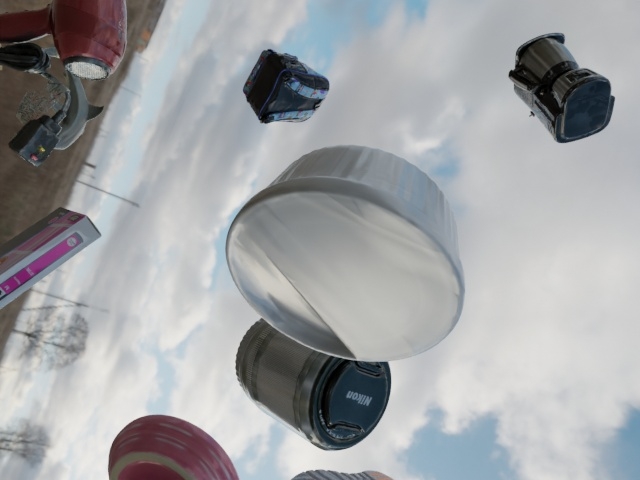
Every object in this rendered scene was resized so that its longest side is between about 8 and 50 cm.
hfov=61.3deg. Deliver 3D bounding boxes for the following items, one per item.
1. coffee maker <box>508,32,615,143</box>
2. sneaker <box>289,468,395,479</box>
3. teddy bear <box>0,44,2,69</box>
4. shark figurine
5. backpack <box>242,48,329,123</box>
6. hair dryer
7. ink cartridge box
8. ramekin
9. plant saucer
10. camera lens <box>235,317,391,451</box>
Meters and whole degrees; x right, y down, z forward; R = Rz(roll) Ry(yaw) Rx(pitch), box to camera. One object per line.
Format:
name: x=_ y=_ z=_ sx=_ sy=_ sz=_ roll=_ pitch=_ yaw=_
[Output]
coffee maker: x=0.440 y=-0.262 z=0.977 sx=0.120 sy=0.171 sz=0.178 roll=-33 pitch=-136 yaw=20
sneaker: x=0.043 y=0.580 z=1.106 sx=0.125 sy=0.321 sz=0.180 roll=13 pitch=-97 yaw=51
teddy bear: x=-0.698 y=-0.319 z=0.864 sx=0.113 sy=0.338 sz=0.245 roll=59 pitch=-46 yaw=29
shark figurine: x=-0.627 y=-0.374 z=1.410 sx=0.166 sy=0.116 sz=0.278 roll=-24 pitch=114 yaw=-79
backpack: x=-0.072 y=-0.359 z=1.281 sx=0.117 sy=0.173 sz=0.158 roll=56 pitch=-49 yaw=26
hair dryer: x=-0.333 y=-0.257 z=0.630 sx=0.293 sy=0.224 sz=0.080 roll=-51 pitch=172 yaw=-3
ink cartridge box: x=-0.641 y=0.067 z=1.094 sx=0.176 sy=0.069 sz=0.371 roll=12 pitch=-131 yaw=46
ramekin: x=0.036 y=0.011 z=0.637 sx=0.273 sy=0.273 sz=0.127 roll=-42 pitch=-163 yaw=43
plant saucer: x=-0.343 y=0.554 z=1.210 sx=0.332 sy=0.332 sz=0.084 roll=-56 pitch=176 yaw=23
camera lens: x=-0.016 y=0.265 z=1.062 sx=0.274 sy=0.219 sz=0.219 roll=9 pitch=-103 yaw=51
